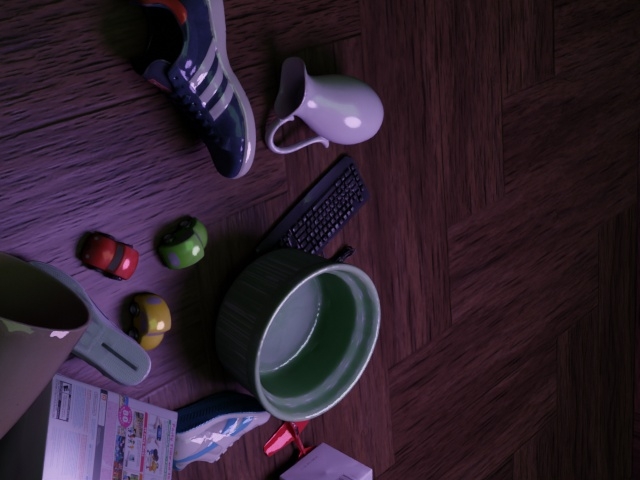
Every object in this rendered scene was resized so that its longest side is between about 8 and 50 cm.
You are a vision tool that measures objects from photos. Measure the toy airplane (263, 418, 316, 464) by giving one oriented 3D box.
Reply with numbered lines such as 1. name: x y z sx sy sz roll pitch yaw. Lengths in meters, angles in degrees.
1. toy airplane: -0.050 0.399 1.997 0.151 0.028 0.151 -16 112 -44

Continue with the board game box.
1. board game box: -0.346 0.342 1.504 0.303 0.097 0.224 36 50 -54

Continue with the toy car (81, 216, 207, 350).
1. toy car: -0.258 0.043 1.640 0.225 0.053 0.239 -45 130 -32

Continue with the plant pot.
1. plant pot: -0.476 0.171 1.308 0.256 0.256 0.274 16 104 -50

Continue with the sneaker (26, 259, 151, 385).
1. sneaker: -0.372 0.131 1.512 0.258 0.091 0.094 49 67 -21

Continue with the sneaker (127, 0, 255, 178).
1. sneaker: -0.212 -0.246 1.574 0.148 0.131 0.350 -30 116 -33

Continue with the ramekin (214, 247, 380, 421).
1. ramekin: -0.047 0.161 1.814 0.303 0.148 0.303 -21 123 -37

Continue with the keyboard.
1. keyboard: 0.000 0.000 1.947 0.317 0.033 0.202 -47 132 -29

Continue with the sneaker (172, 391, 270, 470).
1. sneaker: -0.187 0.339 1.789 0.228 0.087 0.092 -11 116 -40

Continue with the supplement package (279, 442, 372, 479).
1. supplement package: 0.014 0.561 2.010 0.139 0.133 0.244 -31 130 -40

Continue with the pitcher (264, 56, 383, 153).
1. pitcher: 0.003 -0.227 1.836 0.207 0.125 0.178 13 111 -40
